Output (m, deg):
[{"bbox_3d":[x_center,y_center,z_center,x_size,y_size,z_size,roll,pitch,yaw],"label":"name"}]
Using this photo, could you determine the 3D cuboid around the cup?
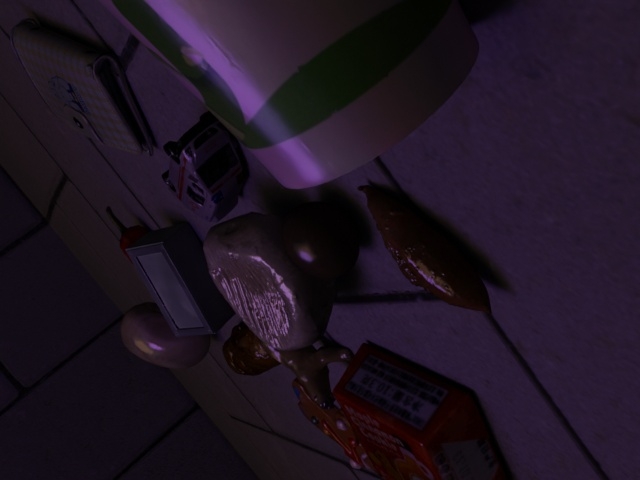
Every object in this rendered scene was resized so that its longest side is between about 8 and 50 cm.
[{"bbox_3d":[-0.034,-0.197,0.520,0.274,0.253,0.253,50,159,-24],"label":"cup"}]

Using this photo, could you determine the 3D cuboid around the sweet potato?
[{"bbox_3d":[0.106,0.010,0.798,0.205,0.060,0.068,52,126,21],"label":"sweet potato"}]

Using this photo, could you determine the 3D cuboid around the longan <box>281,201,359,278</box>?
[{"bbox_3d":[0.000,0.000,0.934,0.113,0.092,0.113,33,169,8],"label":"longan"}]

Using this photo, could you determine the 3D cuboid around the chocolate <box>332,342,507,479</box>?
[{"bbox_3d":[0.148,0.298,1.117,0.237,0.108,0.234,21,143,52],"label":"chocolate"}]

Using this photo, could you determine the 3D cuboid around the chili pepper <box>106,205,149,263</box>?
[{"bbox_3d":[-0.373,0.033,1.712,0.369,0.092,0.136,24,129,34],"label":"chili pepper"}]

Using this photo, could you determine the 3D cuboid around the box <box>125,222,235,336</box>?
[{"bbox_3d":[-0.292,0.088,1.534,0.130,0.086,0.225,-10,114,39],"label":"box"}]

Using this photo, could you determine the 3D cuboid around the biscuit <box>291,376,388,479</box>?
[{"bbox_3d":[0.054,0.416,1.563,0.324,0.049,0.205,32,151,32],"label":"biscuit"}]

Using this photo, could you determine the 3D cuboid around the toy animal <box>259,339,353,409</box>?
[{"bbox_3d":[-0.029,0.207,1.303,0.219,0.101,0.103,40,154,22],"label":"toy animal"}]

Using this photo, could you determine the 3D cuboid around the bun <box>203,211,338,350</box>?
[{"bbox_3d":[-0.057,0.050,1.060,0.231,0.133,0.231,34,146,27],"label":"bun"}]

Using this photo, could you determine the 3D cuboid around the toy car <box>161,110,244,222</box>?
[{"bbox_3d":[-0.166,-0.102,1.082,0.108,0.089,0.209,48,160,3],"label":"toy car"}]

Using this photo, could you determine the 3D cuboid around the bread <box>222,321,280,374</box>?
[{"bbox_3d":[-0.142,0.234,1.580,0.124,0.084,0.344,50,157,-3],"label":"bread"}]

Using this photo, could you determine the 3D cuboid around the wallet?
[{"bbox_3d":[-0.432,-0.274,1.332,0.310,0.077,0.223,29,147,38],"label":"wallet"}]

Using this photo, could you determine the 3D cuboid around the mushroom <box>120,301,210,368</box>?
[{"bbox_3d":[-0.406,0.231,1.943,0.246,0.202,0.246,15,-174,-2],"label":"mushroom"}]
